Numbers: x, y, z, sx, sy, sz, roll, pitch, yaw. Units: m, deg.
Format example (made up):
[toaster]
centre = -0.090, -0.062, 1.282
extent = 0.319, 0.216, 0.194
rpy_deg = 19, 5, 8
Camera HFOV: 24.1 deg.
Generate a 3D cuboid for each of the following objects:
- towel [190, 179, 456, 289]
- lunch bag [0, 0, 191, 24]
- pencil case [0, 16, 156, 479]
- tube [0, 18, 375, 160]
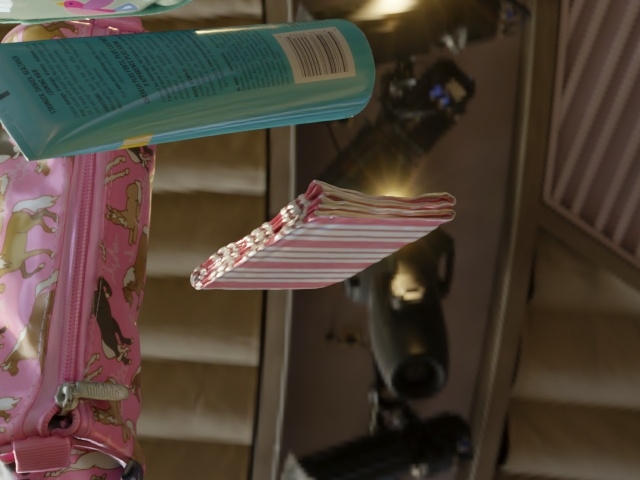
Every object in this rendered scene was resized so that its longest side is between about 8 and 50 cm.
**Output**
[towel]
centre = 0.000, 0.000, 1.236
extent = 0.144, 0.029, 0.197
rpy_deg = 2, -21, -36
[lunch bag]
centre = -0.203, -0.219, 0.848
extent = 0.279, 0.107, 0.224
rpy_deg = -2, -25, 5
[pencil case]
centre = -0.200, 0.010, 1.174
extent = 0.167, 0.386, 0.160
rpy_deg = -10, -27, 26
[tube]
centre = -0.067, -0.076, 0.728
extent = 0.207, 0.080, 0.052
rpy_deg = -10, -47, -38
